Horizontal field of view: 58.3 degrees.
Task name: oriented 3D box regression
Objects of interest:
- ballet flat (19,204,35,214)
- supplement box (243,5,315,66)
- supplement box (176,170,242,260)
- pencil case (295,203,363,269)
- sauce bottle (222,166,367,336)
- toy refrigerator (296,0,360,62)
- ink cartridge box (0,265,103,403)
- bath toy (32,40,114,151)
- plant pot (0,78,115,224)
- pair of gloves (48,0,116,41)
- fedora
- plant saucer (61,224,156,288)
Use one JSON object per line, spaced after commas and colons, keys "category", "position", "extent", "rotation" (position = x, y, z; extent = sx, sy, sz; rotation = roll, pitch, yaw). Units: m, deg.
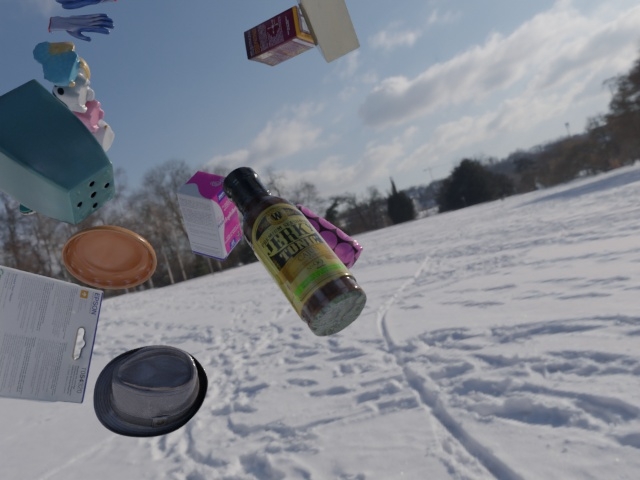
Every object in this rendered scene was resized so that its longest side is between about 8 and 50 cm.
{"category": "ballet flat", "position": [-0.970, -0.180, 2.034], "extent": [0.091, 0.241, 0.077], "rotation": [21, -22, 10]}
{"category": "supplement box", "position": [-0.098, -0.536, 1.515], "extent": [0.188, 0.080, 0.104], "rotation": [-10, -3, 37]}
{"category": "supplement box", "position": [-0.304, -0.067, 1.594], "extent": [0.114, 0.220, 0.111], "rotation": [13, 45, 20]}
{"category": "pencil case", "position": [0.000, 0.000, 1.458], "extent": [0.095, 0.209, 0.098], "rotation": [-49, -7, -30]}
{"category": "sauce bottle", "position": [-0.061, 0.004, 0.970], "extent": [0.111, 0.344, 0.111], "rotation": [-28, -33, -20]}
{"category": "toy refrigerator", "position": [-0.004, -0.532, 1.227], "extent": [0.094, 0.102, 0.269], "rotation": [-27, -46, 3]}
{"category": "ink cartridge box", "position": [-0.768, 0.255, 1.518], "extent": [0.071, 0.324, 0.330], "rotation": [-14, -26, 39]}
{"category": "bath toy", "position": [-0.664, -0.376, 1.563], "extent": [0.129, 0.151, 0.348], "rotation": [13, -28, 3]}
{"category": "plant pot", "position": [-0.519, -0.152, 1.102], "extent": [0.165, 0.234, 0.165], "rotation": [-48, -12, -35]}
{"category": "pair of gloves", "position": [-0.571, -0.557, 1.384], "extent": [0.159, 0.198, 0.023], "rotation": [0, -27, 0]}
{"category": "fedora", "position": [-0.411, 0.342, 1.395], "extent": [0.276, 0.243, 0.124], "rotation": [4, -40, -12]}
{"category": "plant saucer", "position": [-0.469, 0.034, 1.283], "extent": [0.200, 0.037, 0.200], "rotation": [-4, -43, -4]}
